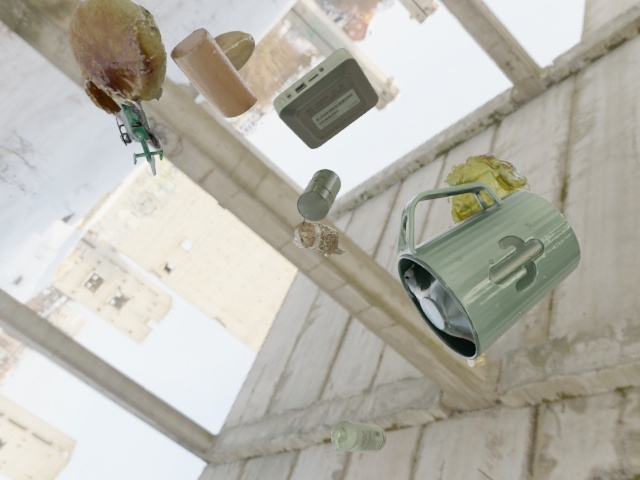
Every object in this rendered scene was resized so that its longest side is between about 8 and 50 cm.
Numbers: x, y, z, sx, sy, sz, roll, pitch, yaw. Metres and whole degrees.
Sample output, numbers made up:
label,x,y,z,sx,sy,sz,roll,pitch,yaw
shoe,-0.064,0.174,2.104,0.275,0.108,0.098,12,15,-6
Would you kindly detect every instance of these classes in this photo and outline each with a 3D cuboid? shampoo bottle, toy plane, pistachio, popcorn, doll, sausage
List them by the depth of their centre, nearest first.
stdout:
label,x,y,z,sx,sy,sz,roll,pitch,yaw
sausage,-0.287,-0.444,1.610,0.123,0.253,0.123,-19,-134,21
shampoo bottle,0.103,0.571,1.712,0.085,0.262,0.085,-11,-114,27
popcorn,0.512,-0.154,1.849,0.293,0.293,0.237,-89,-158,-64
pistachio,-0.289,-0.597,1.868,0.185,0.126,0.108,-39,-151,-5
toy plane,-0.603,-0.366,1.948,0.106,0.382,0.155,-14,157,-24
doll,0.006,0.001,2.068,0.115,0.221,0.105,-62,-154,1

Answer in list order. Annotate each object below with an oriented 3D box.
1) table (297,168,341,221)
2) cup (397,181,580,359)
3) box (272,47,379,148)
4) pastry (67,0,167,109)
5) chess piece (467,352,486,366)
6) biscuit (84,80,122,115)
label,x,y,z,sx,sy,sz,roll,pitch,yaw
table,-0.002,-0.178,2.273,0.126,0.126,0.220,-38,-166,31
cup,0.408,0.044,1.495,0.392,0.401,0.310,-33,-154,-12
box,0.031,-0.553,2.362,0.367,0.373,0.090,-36,-116,10
pastry,-0.587,-0.543,1.682,0.329,0.329,0.136,-32,-162,44
chess piece,0.495,0.238,2.032,0.117,0.117,0.397,-28,-115,49
biscuit,-0.617,-0.395,1.674,0.019,0.130,0.119,-37,-118,13
